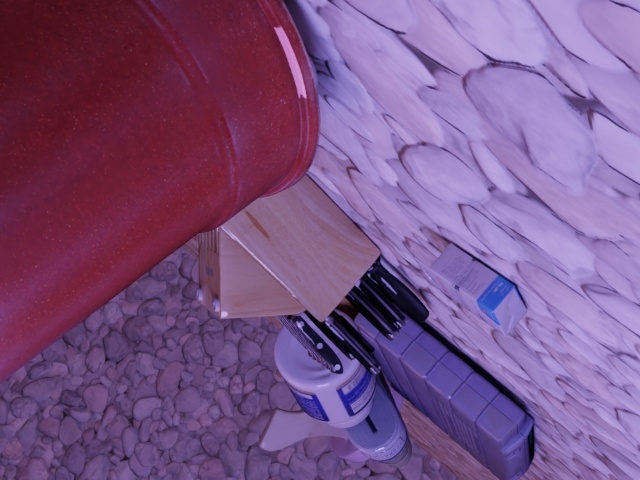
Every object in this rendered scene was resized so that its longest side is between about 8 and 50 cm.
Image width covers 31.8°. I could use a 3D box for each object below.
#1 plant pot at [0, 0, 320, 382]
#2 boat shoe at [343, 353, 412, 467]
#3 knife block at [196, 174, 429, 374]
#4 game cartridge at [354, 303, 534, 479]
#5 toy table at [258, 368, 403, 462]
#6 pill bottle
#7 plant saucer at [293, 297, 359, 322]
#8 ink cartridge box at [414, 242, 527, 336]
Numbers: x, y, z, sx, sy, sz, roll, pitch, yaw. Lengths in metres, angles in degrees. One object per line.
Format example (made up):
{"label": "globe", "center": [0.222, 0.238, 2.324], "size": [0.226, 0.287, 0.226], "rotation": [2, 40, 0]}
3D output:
{"label": "plant pot", "center": [-0.186, -0.058, 0.693], "size": [0.272, 0.265, 0.272], "rotation": [31, 148, 22]}
{"label": "boat shoe", "center": [0.038, 0.198, 1.599], "size": [0.302, 0.109, 0.094], "rotation": [64, -178, 39]}
{"label": "knife block", "center": [0.000, 0.000, 1.135], "size": [0.088, 0.242, 0.275], "rotation": [-160, 68, -67]}
{"label": "game cartridge", "center": [0.167, 0.197, 1.410], "size": [0.230, 0.068, 0.355], "rotation": [35, 170, 20]}
{"label": "toy table", "center": [0.019, 0.261, 1.878], "size": [0.161, 0.252, 0.274], "rotation": [27, 162, -11]}
{"label": "pill bottle", "center": [0.013, 0.171, 1.439], "size": [0.112, 0.112, 0.186], "rotation": [38, 165, 27]}
{"label": "plant saucer", "center": [-0.036, 0.056, 1.443], "size": [0.200, 0.037, 0.200], "rotation": [23, 154, 12]}
{"label": "ink cartridge box", "center": [0.116, 0.034, 0.872], "size": [0.083, 0.028, 0.048], "rotation": [36, 170, 34]}
